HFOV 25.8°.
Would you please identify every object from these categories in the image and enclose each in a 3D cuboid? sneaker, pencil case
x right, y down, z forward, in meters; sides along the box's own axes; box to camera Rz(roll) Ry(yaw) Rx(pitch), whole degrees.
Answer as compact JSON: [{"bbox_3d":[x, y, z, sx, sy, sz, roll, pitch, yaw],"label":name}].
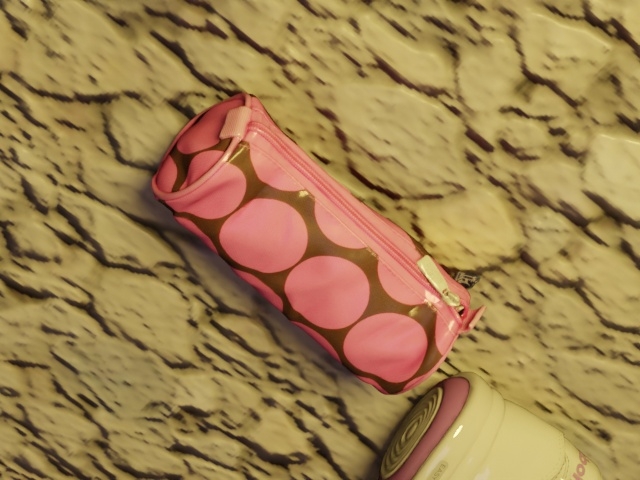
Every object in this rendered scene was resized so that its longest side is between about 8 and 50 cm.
[{"bbox_3d":[0.077,0.237,0.969,0.152,0.114,0.305,27,120,-8],"label":"sneaker"},{"bbox_3d":[0.000,0.000,0.854,0.209,0.095,0.098,39,152,-18],"label":"pencil case"}]
